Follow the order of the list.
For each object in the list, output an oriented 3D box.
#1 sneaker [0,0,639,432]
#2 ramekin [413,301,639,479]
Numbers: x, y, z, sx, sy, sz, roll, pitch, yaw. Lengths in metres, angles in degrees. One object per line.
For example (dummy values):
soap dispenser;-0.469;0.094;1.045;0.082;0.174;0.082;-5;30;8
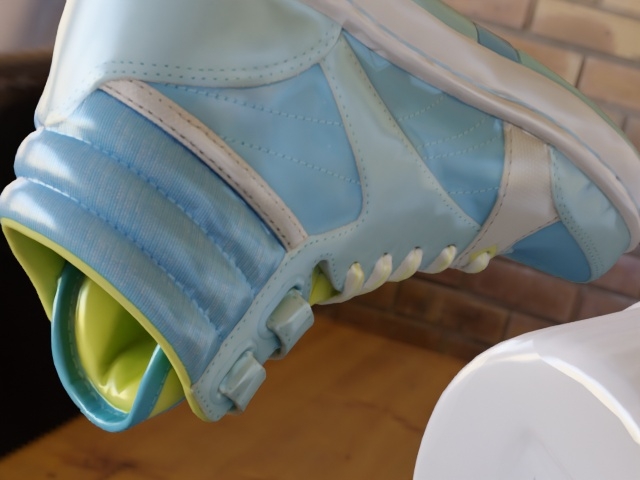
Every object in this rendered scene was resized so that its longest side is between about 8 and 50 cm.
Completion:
sneaker;0.000;0.000;0.675;0.319;0.208;0.127;29;-9;-38
ramekin;0.164;0.166;0.845;0.135;0.277;0.277;-5;21;-32
